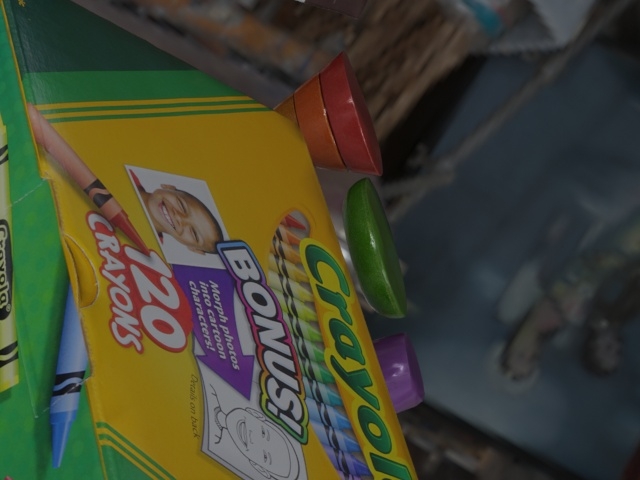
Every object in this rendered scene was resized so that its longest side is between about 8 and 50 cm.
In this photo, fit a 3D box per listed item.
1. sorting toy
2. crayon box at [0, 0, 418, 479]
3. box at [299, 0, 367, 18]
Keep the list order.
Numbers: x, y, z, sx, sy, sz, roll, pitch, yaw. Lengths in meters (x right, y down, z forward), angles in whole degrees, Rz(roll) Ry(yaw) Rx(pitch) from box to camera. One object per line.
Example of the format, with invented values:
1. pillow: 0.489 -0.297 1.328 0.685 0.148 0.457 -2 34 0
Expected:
1. sorting toy: 0.000 0.000 1.663 0.126 0.366 0.127 -15 146 9
2. crayon box: -0.053 0.055 0.643 0.081 0.278 0.165 -37 141 25
3. box: -0.025 -0.358 1.868 0.203 0.167 0.168 16 133 -13
